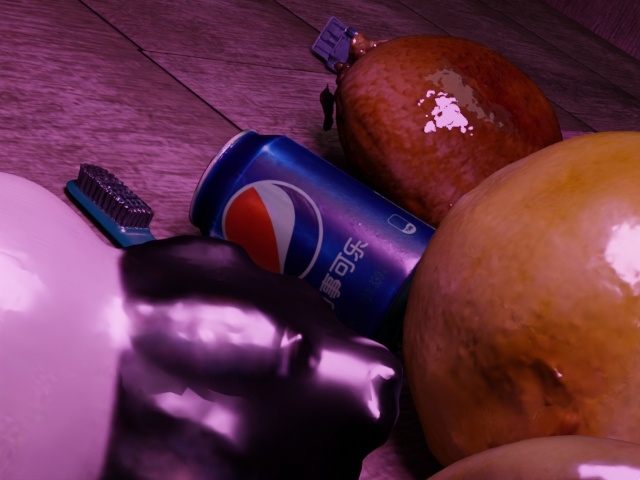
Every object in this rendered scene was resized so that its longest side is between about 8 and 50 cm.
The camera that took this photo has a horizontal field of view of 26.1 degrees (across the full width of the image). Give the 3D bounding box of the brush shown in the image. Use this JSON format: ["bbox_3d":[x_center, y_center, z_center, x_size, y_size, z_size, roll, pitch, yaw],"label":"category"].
[{"bbox_3d":[-0.135,-0.004,1.073,0.043,0.032,0.193,3,30,-49],"label":"brush"}]

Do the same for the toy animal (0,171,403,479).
[{"bbox_3d":[-0.125,0.084,0.644,0.266,0.213,0.212,16,23,-20],"label":"toy animal"}]

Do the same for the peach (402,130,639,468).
[{"bbox_3d":[0.212,0.069,0.980,0.315,0.281,0.314,-8,46,-40],"label":"peach"}]

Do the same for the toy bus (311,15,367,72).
[{"bbox_3d":[0.072,-0.228,1.847,0.190,0.064,0.075,40,11,30],"label":"toy bus"}]

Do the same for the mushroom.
[{"bbox_3d":[0.128,-0.113,1.440,0.283,0.195,0.263,35,27,20],"label":"mushroom"}]

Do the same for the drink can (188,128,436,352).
[{"bbox_3d":[0.000,0.000,1.113,0.205,0.118,0.118,33,21,16],"label":"drink can"}]

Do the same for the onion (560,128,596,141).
[{"bbox_3d":[0.301,-0.074,1.715,0.247,0.111,0.250,15,18,42],"label":"onion"}]

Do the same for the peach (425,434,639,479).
[{"bbox_3d":[0.117,0.220,0.561,0.292,0.247,0.292,52,7,-9],"label":"peach"}]
